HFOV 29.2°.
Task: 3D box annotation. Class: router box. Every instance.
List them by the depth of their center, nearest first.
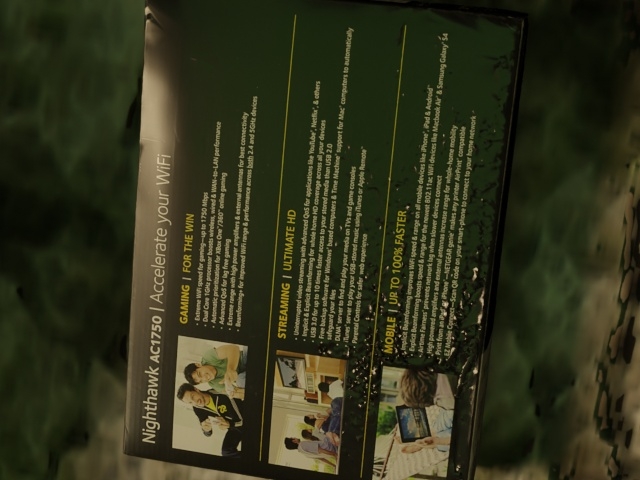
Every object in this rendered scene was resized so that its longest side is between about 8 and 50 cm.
[{"bbox_3d":[0.000,0.000,0.451,0.133,0.046,0.179,8,103,10],"label":"router box"}]
